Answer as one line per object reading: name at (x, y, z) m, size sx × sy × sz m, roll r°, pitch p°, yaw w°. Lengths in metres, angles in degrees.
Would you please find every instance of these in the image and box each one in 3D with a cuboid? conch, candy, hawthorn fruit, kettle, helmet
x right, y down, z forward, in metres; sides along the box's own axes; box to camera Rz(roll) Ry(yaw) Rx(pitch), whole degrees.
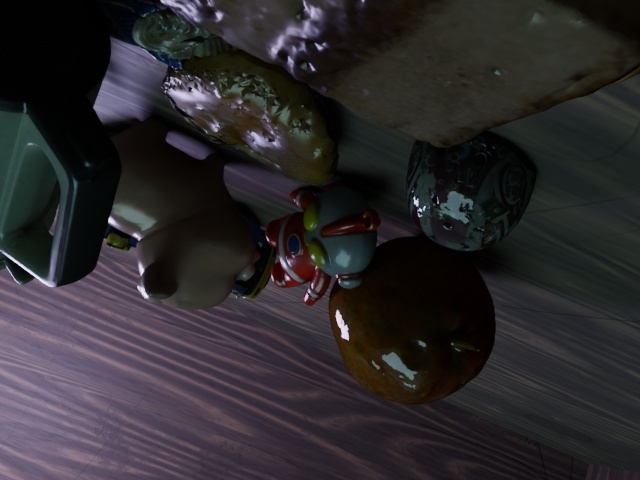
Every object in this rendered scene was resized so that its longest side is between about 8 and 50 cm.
conch at (-0.050, -0.199, 0.553) m, size 0.155 × 0.207 × 0.130 m, roll 38°, pitch -157°, yaw -58°
candy at (-0.218, -0.253, 0.784) m, size 0.136 × 0.038 × 0.088 m, roll 29°, pitch 157°, yaw 20°
hawthorn fruit at (0.160, 0.136, 1.101) m, size 0.277 × 0.277 × 0.298 m, roll 29°, pitch 178°, yaw -24°
kettle at (-0.381, -0.105, 0.815) m, size 0.361 × 0.250 × 0.377 m, roll 59°, pitch 139°, yaw 9°
helmet at (0.169, -0.048, 0.826) m, size 0.153 × 0.107 × 0.177 m, roll 18°, pitch 165°, yaw 24°

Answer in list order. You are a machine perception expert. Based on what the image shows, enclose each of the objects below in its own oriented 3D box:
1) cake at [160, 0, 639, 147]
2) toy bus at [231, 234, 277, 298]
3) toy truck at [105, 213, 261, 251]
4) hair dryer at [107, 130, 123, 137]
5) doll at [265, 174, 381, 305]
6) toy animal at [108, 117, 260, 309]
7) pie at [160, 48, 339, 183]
cake at (0.073, -0.181, 0.377) m, size 0.293 × 0.196 × 0.199 m, roll 22°, pitch 167°, yaw -17°
toy bus at (-0.242, 0.039, 1.601) m, size 0.331 × 0.145 × 0.151 m, roll 17°, pitch 165°, yaw 27°
toy truck at (-0.312, -0.027, 1.471) m, size 0.385 × 0.161 × 0.162 m, roll 14°, pitch 174°, yaw 25°
hair dryer at (-0.348, -0.098, 1.296) m, size 0.195 × 0.078 × 0.248 m, roll 4°, pitch 136°, yaw 48°
doll at (0.000, 0.000, 1.083) m, size 0.105 × 0.200 × 0.336 m, roll -4°, pitch 173°, yaw -28°
toy animal at (-0.246, -0.034, 1.132) m, size 0.326 × 0.269 × 0.237 m, roll 30°, pitch 168°, yaw -14°
pie at (-0.086, -0.155, 0.888) m, size 0.273 × 0.069 × 0.273 m, roll 25°, pitch 163°, yaw 8°
